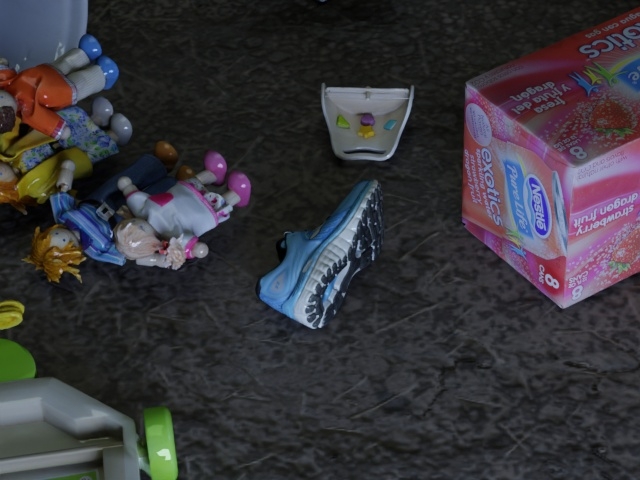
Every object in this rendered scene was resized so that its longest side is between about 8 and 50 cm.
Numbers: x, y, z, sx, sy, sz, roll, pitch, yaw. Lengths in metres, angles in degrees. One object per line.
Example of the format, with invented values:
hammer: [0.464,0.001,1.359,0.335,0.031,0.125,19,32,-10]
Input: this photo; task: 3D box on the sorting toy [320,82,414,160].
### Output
sorting toy: [0.040,-0.100,1.581,0.083,0.045,0.075,2,48,5]

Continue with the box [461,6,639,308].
box: [0.275,-0.089,1.468,0.300,0.154,0.142,-24,45,-25]

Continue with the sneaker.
sneaker: [0.000,0.000,1.448,0.073,0.063,0.162,15,43,24]

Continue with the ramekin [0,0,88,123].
ramekin: [-0.311,-0.212,1.611,0.109,0.207,0.207,7,41,25]

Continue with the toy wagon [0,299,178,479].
toy wagon: [-0.232,0.178,1.249,0.267,0.068,0.344,-7,40,-5]

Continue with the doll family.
doll family: [-0.195,-0.043,1.493,0.263,0.118,0.163,41,48,17]
